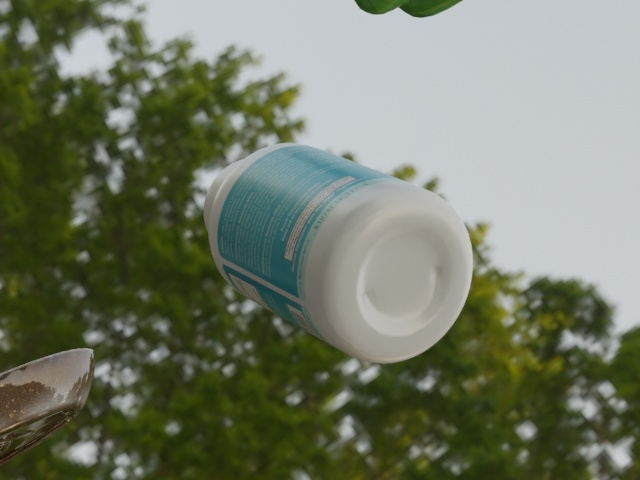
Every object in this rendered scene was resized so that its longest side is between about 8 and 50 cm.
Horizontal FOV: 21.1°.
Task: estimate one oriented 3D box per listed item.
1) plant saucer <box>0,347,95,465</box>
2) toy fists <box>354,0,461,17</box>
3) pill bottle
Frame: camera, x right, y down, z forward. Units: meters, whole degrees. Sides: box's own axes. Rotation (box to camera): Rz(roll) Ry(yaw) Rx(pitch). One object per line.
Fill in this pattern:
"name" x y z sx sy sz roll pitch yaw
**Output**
"plant saucer" -0.350 0.199 1.672 0.050 0.310 0.310 62 -34 9
"toy fists" 0.093 -0.207 0.923 0.096 0.279 0.142 -15 -84 49
"pill bottle" 0.000 0.000 1.445 0.264 0.146 0.146 26 -45 56
